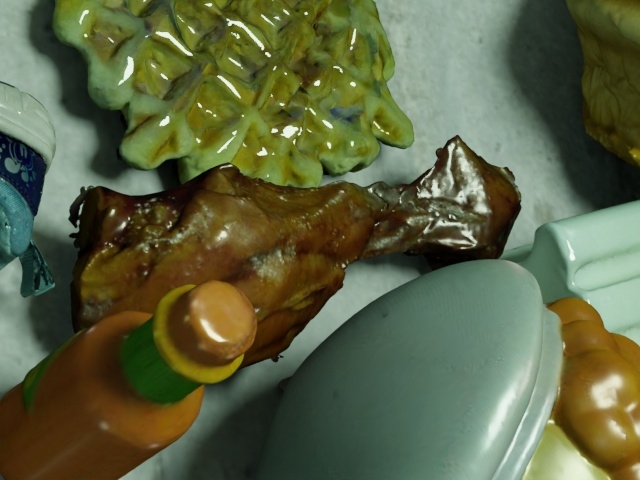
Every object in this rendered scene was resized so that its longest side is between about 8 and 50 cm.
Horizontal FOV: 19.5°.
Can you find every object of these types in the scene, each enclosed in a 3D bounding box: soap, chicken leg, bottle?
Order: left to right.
[{"bbox_3d":[-0.087,0.066,0.850,0.069,0.187,0.069,16,59,-29],"label":"bottle"},{"bbox_3d":[0.000,0.000,0.996,0.304,0.093,0.113,-16,116,-38],"label":"chicken leg"},{"bbox_3d":[0.235,0.049,1.138,0.265,0.087,0.160,-14,80,-37],"label":"soap"}]

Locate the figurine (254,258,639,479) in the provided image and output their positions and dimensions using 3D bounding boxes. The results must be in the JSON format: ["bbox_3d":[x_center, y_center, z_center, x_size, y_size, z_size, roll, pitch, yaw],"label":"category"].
[{"bbox_3d":[0.105,0.203,0.898,0.205,0.224,0.382,-28,87,-35],"label":"figurine"}]

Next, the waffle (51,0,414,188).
[{"bbox_3d":[-0.049,-0.121,1.043,0.223,0.054,0.204,-4,72,-36],"label":"waffle"}]

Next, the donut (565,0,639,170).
[{"bbox_3d":[0.318,-0.131,1.168,0.330,0.330,0.160,-33,121,-39],"label":"donut"}]

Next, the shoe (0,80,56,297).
[{"bbox_3d":[-0.216,-0.029,0.864,0.207,0.091,0.106,12,58,-33],"label":"shoe"}]
